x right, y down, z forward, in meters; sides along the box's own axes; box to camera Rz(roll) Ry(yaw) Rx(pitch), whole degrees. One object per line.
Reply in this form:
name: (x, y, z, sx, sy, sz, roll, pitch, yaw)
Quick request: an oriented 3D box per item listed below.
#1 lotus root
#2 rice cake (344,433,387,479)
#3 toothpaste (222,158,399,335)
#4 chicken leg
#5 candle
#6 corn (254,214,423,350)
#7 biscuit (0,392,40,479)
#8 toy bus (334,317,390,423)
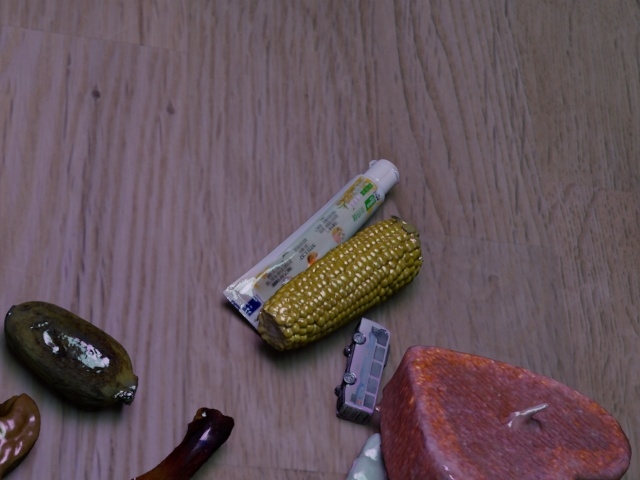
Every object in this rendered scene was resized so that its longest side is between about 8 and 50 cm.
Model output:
lotus root: (-0.281, 0.127, 1.841, 0.179, 0.080, 0.089, 33, 49, 6)
rice cake: (0.135, 0.318, 1.867, 0.237, 0.043, 0.127, 28, 49, 1)
toothpaste: (0.000, 0.000, 2.058, 0.058, 0.056, 0.314, 20, 49, 32)
chicken leg: (-0.181, 0.330, 1.719, 0.158, 0.096, 0.407, 19, 48, -10)
candle: (0.198, 0.225, 1.863, 0.287, 0.131, 0.317, 41, 33, 26)
corn: (0.027, 0.053, 1.995, 0.260, 0.091, 0.091, -30, 92, -38)
biscuit: (-0.468, 0.205, 1.723, 0.350, 0.070, 0.394, -7, 57, -24)
toy bus: (0.051, 0.156, 1.965, 0.052, 0.037, 0.130, 20, 51, -7)
